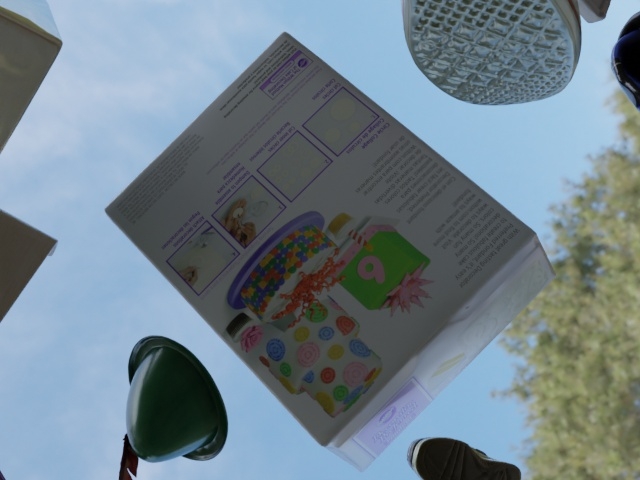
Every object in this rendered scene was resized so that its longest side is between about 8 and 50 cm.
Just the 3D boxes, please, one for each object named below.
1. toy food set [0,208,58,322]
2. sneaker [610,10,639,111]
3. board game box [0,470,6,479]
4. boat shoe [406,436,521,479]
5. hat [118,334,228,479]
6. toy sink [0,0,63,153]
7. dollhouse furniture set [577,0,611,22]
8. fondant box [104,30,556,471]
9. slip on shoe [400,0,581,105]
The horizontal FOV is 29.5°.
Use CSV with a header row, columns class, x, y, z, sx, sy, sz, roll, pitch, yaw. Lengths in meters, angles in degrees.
class,x,y,z,sx,sy,sz,roll,pitch,yaw
toy food set,-0.505,0.041,1.613,0.220,0.092,0.306,30,-145,-7
sneaker,0.332,-0.138,0.964,0.315,0.182,0.127,44,-150,-55
board game box,-0.249,0.338,0.862,0.208,0.056,0.347,-36,-77,-33
boat shoe,0.189,0.319,1.695,0.223,0.073,0.080,23,-98,-40
hat,-0.234,0.248,1.530,0.183,0.173,0.208,-30,-93,-45
toy sink,-0.340,-0.118,0.996,0.153,0.234,0.131,25,-163,-30
dollhouse furniture set,0.222,-0.275,1.167,0.152,0.058,0.076,39,-117,-31
fondant box,0.000,0.000,1.059,0.330,0.238,0.096,43,176,33
slip on shoe,0.097,-0.198,0.792,0.331,0.123,0.101,51,-139,-51
